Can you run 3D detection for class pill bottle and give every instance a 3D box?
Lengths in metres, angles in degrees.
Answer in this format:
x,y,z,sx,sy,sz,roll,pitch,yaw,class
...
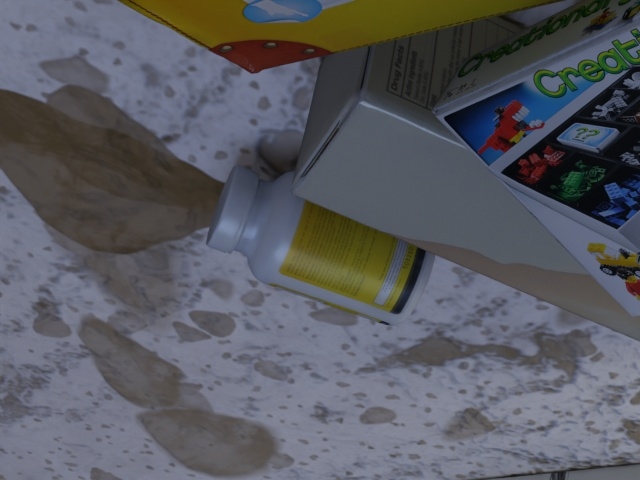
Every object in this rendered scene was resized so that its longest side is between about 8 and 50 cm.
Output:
x,y,z,sx,sy,sz,roll,pitch,yaw,class
0.000,0.000,0.959,0.184,0.103,0.103,20,141,-11,pill bottle

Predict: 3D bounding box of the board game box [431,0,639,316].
x,y,z,sx,sy,sz,roll,pitch,yaw,class
0.220,-0.056,0.550,0.193,0.053,0.305,43,150,-18,board game box

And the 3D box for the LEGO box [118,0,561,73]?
x,y,z,sx,sy,sz,roll,pitch,yaw,class
0.095,-0.247,0.429,0.500,0.193,0.372,-9,169,24,LEGO box

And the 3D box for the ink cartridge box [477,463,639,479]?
x,y,z,sx,sy,sz,roll,pitch,yaw,class
0.302,0.376,1.346,0.273,0.114,0.197,-12,135,28,ink cartridge box

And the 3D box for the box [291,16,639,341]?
x,y,z,sx,sy,sz,roll,pitch,yaw,class
0.149,-0.058,0.816,0.311,0.148,0.121,23,141,-13,box
